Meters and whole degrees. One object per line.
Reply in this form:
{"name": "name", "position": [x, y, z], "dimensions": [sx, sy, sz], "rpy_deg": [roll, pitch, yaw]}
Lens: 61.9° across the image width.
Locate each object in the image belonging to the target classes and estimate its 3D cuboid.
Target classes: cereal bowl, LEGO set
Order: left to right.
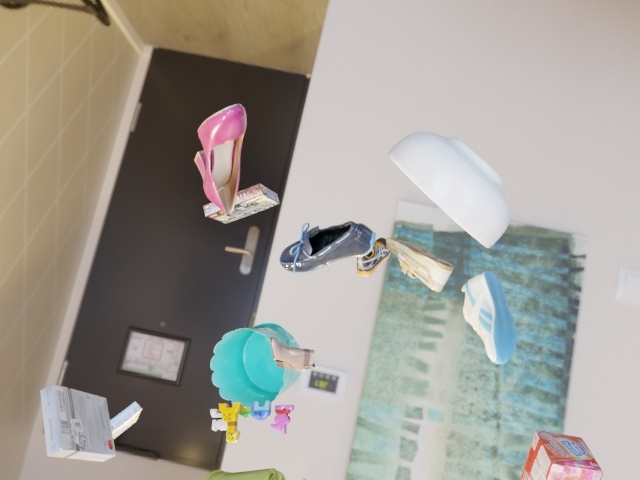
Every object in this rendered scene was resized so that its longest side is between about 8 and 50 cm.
{"name": "LEGO set", "position": [-0.188, 0.460, 1.339], "dimensions": [0.228, 0.093, 0.087], "rpy_deg": [-8, 150, 15]}
{"name": "cereal bowl", "position": [0.328, -0.146, 1.284], "dimensions": [0.339, 0.141, 0.339], "rpy_deg": [39, -165, -12]}

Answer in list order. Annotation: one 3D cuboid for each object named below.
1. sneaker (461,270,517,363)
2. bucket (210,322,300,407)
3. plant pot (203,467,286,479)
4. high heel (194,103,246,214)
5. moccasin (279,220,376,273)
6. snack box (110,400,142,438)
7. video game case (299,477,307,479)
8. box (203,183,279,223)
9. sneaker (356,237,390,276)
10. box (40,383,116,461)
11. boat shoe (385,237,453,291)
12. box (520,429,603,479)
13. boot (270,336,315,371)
{"name": "sneaker", "position": [0.407, 0.193, 1.300], "dimensions": [0.088, 0.228, 0.092], "rpy_deg": [19, 142, -30]}
{"name": "bucket", "position": [-0.206, 0.414, 1.797], "dimensions": [0.282, 0.280, 0.183], "rpy_deg": [9, -178, 22]}
{"name": "plant pot", "position": [-0.257, 0.949, 1.936], "dimensions": [0.254, 0.275, 0.276], "rpy_deg": [-23, 158, 18]}
{"name": "high heel", "position": [-0.153, -0.128, 0.882], "dimensions": [0.082, 0.117, 0.244], "rpy_deg": [-26, 176, -32]}
{"name": "moccasin", "position": [0.000, 0.000, 1.554], "dimensions": [0.342, 0.137, 0.117], "rpy_deg": [-21, 136, 35]}
{"name": "snack box", "position": [-0.632, 0.578, 1.669], "dimensions": [0.037, 0.100, 0.141], "rpy_deg": [42, -139, 12]}
{"name": "video game case", "position": [-0.060, 0.862, 1.785], "dimensions": [0.087, 0.011, 0.122], "rpy_deg": [-9, -144, -28]}
{"name": "box", "position": [-0.168, -0.077, 1.148], "dimensions": [0.137, 0.027, 0.094], "rpy_deg": [-20, 165, 15]}
{"name": "sneaker", "position": [0.195, 0.043, 1.959], "dimensions": [0.084, 0.215, 0.083], "rpy_deg": [2, 123, 29]}
{"name": "box", "position": [-0.533, 0.407, 1.182], "dimensions": [0.038, 0.145, 0.186], "rpy_deg": [-27, 151, 4]}
{"name": "boat shoe", "position": [0.294, 0.070, 1.688], "dimensions": [0.109, 0.098, 0.302], "rpy_deg": [13, -168, -32]}
{"name": "box", "position": [0.569, 0.614, 1.302], "dimensions": [0.123, 0.256, 0.128], "rpy_deg": [9, -163, 1]}
{"name": "boot", "position": [-0.056, 0.240, 1.137], "dimensions": [0.087, 0.042, 0.118], "rpy_deg": [-2, 140, 6]}
